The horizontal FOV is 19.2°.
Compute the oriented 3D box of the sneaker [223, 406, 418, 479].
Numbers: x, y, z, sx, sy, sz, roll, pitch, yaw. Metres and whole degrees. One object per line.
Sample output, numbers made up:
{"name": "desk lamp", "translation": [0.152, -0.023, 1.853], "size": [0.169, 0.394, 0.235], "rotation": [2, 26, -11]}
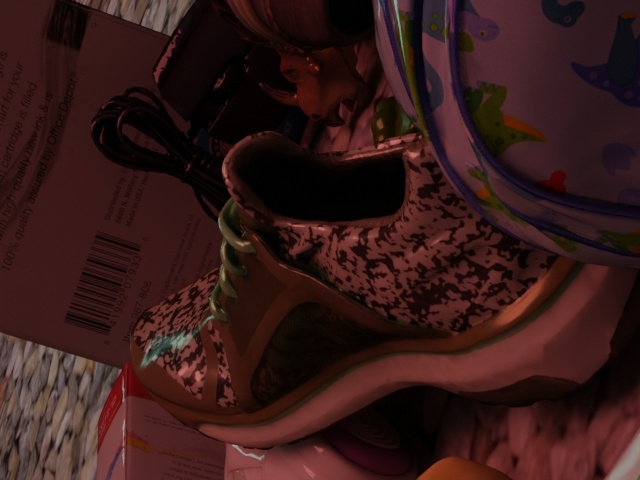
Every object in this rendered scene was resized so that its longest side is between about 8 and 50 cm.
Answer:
{"name": "sneaker", "translation": [-0.037, 0.146, 1.284], "size": [0.152, 0.114, 0.305], "rotation": [-67, 19, 10]}

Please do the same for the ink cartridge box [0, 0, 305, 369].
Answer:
{"name": "ink cartridge box", "translation": [-0.249, -0.070, 1.650], "size": [0.285, 0.395, 0.166], "rotation": [-69, 19, 5]}

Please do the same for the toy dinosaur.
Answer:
{"name": "toy dinosaur", "translation": [-0.014, -0.255, 1.476], "size": [0.200, 0.127, 0.295], "rotation": [-27, 68, 36]}

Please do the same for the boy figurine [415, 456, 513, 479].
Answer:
{"name": "boy figurine", "translation": [0.065, 0.249, 0.940], "size": [0.177, 0.092, 0.285], "rotation": [-47, 30, 51]}

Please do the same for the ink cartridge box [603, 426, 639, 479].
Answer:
{"name": "ink cartridge box", "translation": [0.202, 0.114, 0.621], "size": [0.307, 0.129, 0.223], "rotation": [-61, 21, 27]}

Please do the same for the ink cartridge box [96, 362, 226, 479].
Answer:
{"name": "ink cartridge box", "translation": [-0.097, 0.187, 1.394], "size": [0.175, 0.127, 0.072], "rotation": [-95, 29, -51]}

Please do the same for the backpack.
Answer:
{"name": "backpack", "translation": [0.149, -0.166, 0.825], "size": [0.273, 0.290, 0.355], "rotation": [-105, 30, -56]}

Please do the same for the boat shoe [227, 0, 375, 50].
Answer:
{"name": "boat shoe", "translation": [0.075, -0.267, 1.172], "size": [0.130, 0.132, 0.355], "rotation": [35, 99, 49]}

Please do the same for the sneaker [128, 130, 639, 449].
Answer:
{"name": "sneaker", "translation": [0.000, 0.000, 1.086], "size": [0.410, 0.182, 0.158], "rotation": [-17, 37, 47]}

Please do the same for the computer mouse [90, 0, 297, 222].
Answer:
{"name": "computer mouse", "translation": [-0.054, -0.154, 1.570], "size": [0.272, 0.188, 0.072], "rotation": [-66, 12, -24]}

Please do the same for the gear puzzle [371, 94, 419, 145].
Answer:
{"name": "gear puzzle", "translation": [0.069, -0.077, 1.310], "size": [0.175, 0.044, 0.339], "rotation": [-49, 29, 49]}
